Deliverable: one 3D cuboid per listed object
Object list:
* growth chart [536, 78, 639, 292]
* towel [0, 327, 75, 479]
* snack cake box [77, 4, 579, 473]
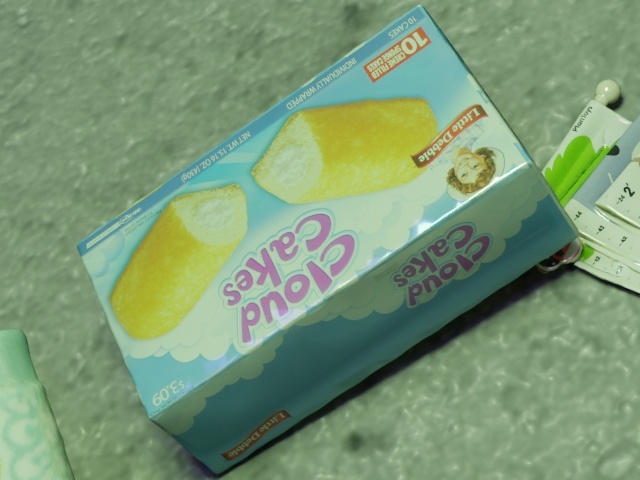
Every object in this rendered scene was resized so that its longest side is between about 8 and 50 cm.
[{"bbox_3d":[0.235,-0.023,1.020,0.237,0.021,0.172,18,65,31],"label":"growth chart"},{"bbox_3d":[-0.271,0.242,0.798,0.374,0.090,0.321,-17,88,-11],"label":"towel"},{"bbox_3d":[0.000,0.000,1.042,0.264,0.089,0.152,-35,49,6],"label":"snack cake box"}]
